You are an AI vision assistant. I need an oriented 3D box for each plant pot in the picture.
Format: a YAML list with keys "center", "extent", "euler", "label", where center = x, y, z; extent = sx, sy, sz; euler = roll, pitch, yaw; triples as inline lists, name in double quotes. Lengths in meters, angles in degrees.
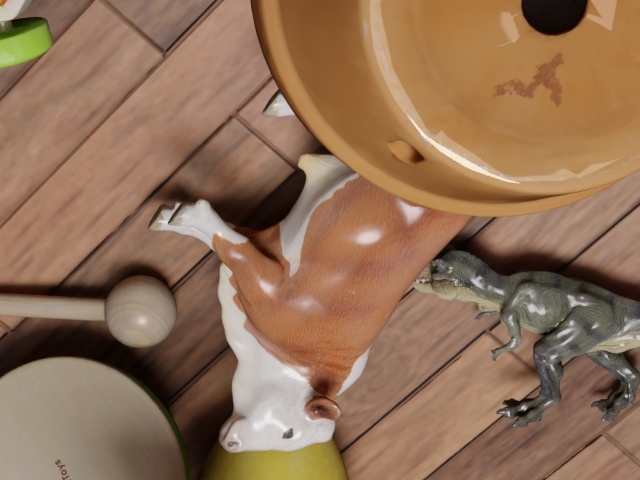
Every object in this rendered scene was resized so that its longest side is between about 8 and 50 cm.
- center: [0.111, -0.143, 0.993]
  extent: [0.291, 0.203, 0.291]
  euler: [-1, 102, -6]
  label: "plant pot"
- center: [-0.034, 0.178, 1.323]
  extent: [0.134, 0.134, 0.095]
  euler: [5, 94, 1]
  label: "plant pot"

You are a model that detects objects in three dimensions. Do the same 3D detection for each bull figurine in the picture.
- center: [0.000, 0.000, 1.221]
  extent: [0.188, 0.101, 0.310]
  euler: [36, 103, -14]
  label: "bull figurine"

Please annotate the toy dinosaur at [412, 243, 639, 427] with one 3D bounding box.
- center: [0.188, 0.073, 1.282]
  extent: [0.268, 0.064, 0.118]
  euler: [8, 112, -4]
  label: "toy dinosaur"

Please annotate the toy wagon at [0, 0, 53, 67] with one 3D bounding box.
- center: [-0.321, -0.223, 1.123]
  extent: [0.344, 0.068, 0.267]
  euler: [-9, 109, 14]
  label: "toy wagon"

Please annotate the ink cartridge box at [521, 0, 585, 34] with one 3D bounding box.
- center: [0.178, -0.176, 1.132]
  extent: [0.109, 0.062, 0.209]
  euler: [39, 97, -16]
  label: "ink cartridge box"

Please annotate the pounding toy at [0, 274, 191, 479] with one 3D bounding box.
- center: [-0.170, 0.146, 1.333]
  extent: [0.183, 0.110, 0.237]
  euler: [-4, 90, 16]
  label: "pounding toy"
